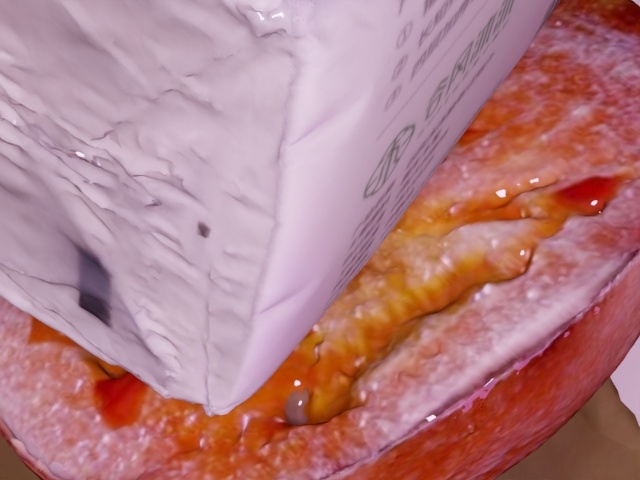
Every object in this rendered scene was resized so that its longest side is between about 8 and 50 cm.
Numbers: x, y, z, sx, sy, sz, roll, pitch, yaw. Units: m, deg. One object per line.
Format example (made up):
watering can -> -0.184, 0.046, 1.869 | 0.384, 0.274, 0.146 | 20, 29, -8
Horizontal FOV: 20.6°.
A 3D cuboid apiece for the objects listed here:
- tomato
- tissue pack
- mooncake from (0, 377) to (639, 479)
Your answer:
tomato -> 0.005, 0.011, 0.764 | 0.338, 0.338, 0.143 | -52, 142, -30
tissue pack -> 0.004, -0.154, 0.620 | 0.356, 0.194, 0.266 | -53, 169, -29
mooncake -> -0.030, 0.200, 1.013 | 0.262, 0.467, 0.467 | -42, 165, -42
